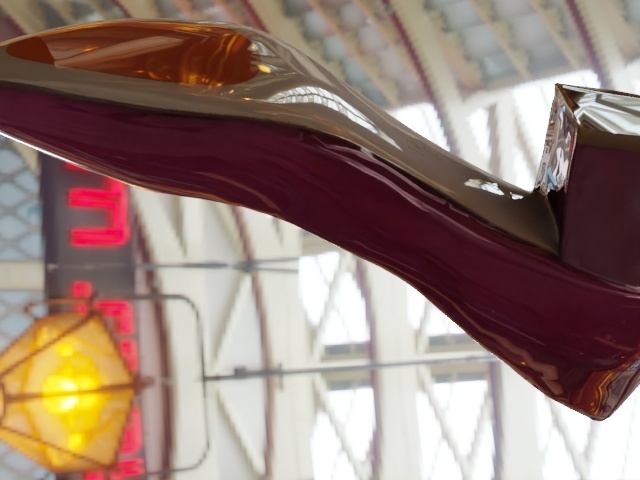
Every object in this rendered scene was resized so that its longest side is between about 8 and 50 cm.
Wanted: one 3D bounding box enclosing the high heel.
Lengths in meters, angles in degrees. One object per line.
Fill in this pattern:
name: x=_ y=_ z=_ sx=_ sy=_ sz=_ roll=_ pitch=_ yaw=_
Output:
high heel: x=0.000 y=0.000 z=0.743 sx=0.377 sy=0.127 sz=0.181 roll=10 pitch=-62 yaw=0
